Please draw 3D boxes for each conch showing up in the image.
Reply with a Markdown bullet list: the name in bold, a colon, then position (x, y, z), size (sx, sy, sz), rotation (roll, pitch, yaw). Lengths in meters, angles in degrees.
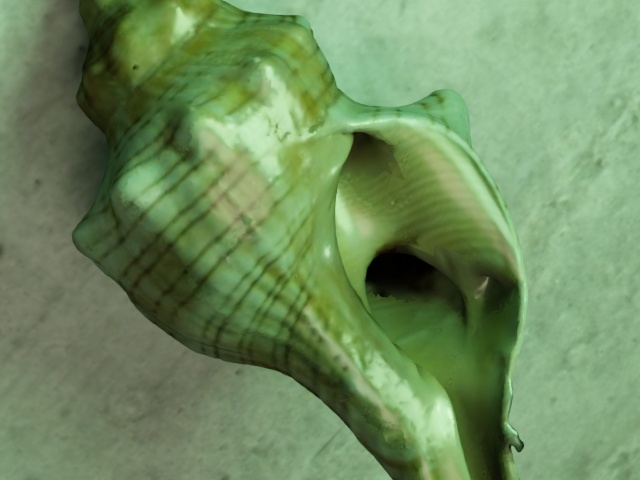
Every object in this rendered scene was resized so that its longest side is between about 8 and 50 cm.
- **conch**: position (-0.003, -0.005, 0.838), size (0.203, 0.169, 0.386), rotation (-36, 111, 3)
